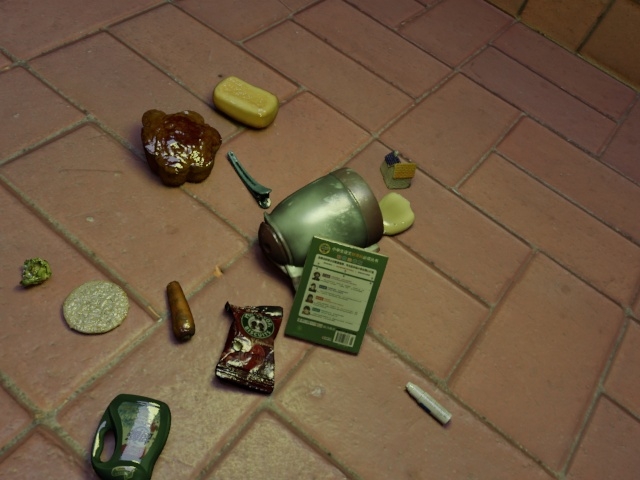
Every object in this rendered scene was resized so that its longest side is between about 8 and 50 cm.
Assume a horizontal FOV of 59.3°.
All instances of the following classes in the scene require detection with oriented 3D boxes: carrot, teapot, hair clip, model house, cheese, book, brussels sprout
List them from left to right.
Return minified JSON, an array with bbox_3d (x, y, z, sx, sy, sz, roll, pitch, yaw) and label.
[{"bbox_3d":[-0.686,0.074,1.357,0.085,0.058,0.085,-8,63,16],"label":"brussels sprout"},{"bbox_3d":[-0.347,0.173,1.388,0.055,0.055,0.161,-8,49,-22],"label":"carrot"},{"bbox_3d":[-0.222,-0.190,1.703,0.039,0.070,0.229,-27,58,-28],"label":"hair clip"},{"bbox_3d":[0.000,0.000,1.534,0.312,0.233,0.314,-26,86,-16],"label":"teapot"},{"bbox_3d":[0.040,0.138,1.432,0.202,0.027,0.264,16,95,-4],"label":"book"},{"bbox_3d":[0.195,-0.046,1.716,0.127,0.050,0.255,37,54,11],"label":"cheese"},{"bbox_3d":[0.258,-0.238,1.846,0.088,0.100,0.100,-5,55,-20],"label":"model house"}]

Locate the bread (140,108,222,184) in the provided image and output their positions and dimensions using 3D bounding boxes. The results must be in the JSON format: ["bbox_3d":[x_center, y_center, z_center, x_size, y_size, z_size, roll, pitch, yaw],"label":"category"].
[{"bbox_3d":[-0.406,-0.275,1.652,0.232,0.135,0.246,-6,55,-21],"label":"bread"}]

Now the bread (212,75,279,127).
[{"bbox_3d":[-0.247,-0.447,1.854,0.217,0.098,0.147,28,52,8],"label":"bread"}]

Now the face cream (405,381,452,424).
[{"bbox_3d":[0.267,0.402,1.404,0.130,0.034,0.034,40,53,13],"label":"face cream"}]

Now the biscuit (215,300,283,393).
[{"bbox_3d":[-0.172,0.246,1.375,0.151,0.063,0.235,19,45,-17],"label":"biscuit"}]

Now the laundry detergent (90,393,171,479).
[{"bbox_3d":[-0.400,0.435,1.156,0.144,0.078,0.221,14,53,-4],"label":"laundry detergent"}]

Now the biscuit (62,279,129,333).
[{"bbox_3d":[-0.540,0.159,1.356,0.152,0.020,0.152,9,51,-11],"label":"biscuit"}]
